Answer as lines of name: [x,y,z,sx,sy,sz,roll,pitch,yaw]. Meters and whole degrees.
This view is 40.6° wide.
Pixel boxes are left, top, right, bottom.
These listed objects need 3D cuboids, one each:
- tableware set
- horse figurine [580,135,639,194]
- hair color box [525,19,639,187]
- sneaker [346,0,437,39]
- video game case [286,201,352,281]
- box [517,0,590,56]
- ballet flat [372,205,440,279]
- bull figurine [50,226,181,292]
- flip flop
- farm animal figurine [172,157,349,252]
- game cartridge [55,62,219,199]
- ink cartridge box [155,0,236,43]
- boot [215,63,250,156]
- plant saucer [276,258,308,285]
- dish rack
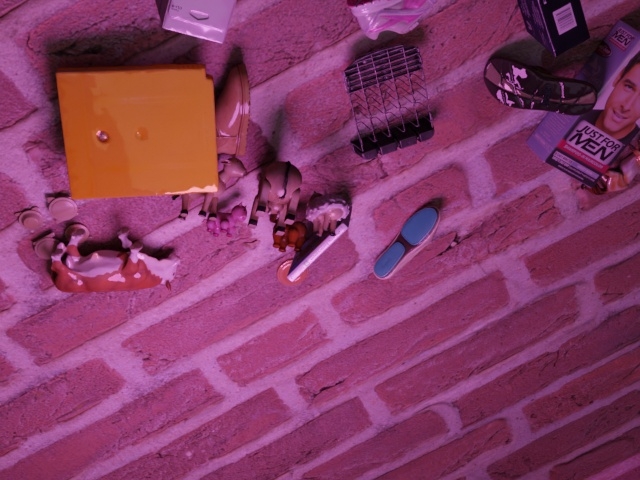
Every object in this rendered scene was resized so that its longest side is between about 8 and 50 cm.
tableware set: [-0.620,-0.030,2.024,0.141,0.020,0.169,-19,129,-3]
horse figurine: [0.811,-0.202,2.316,0.263,0.066,0.174,-37,120,7]
hair color box: [0.712,-0.335,2.162,0.185,0.113,0.374,22,114,-28]
sneaker: [0.187,-0.517,1.892,0.252,0.103,0.111,-16,131,2]
video game case: [0.000,0.000,2.124,0.023,0.212,0.193,44,105,-8]
box: [0.513,-0.524,1.940,0.093,0.158,0.156,-28,128,4]
ballet flat: [0.237,0.009,2.287,0.086,0.086,0.248,32,111,-32]
bull figurine: [-0.489,0.058,2.060,0.310,0.101,0.188,-8,138,-9]
flip flop: [0.525,-0.373,2.078,0.277,0.080,0.112,12,124,2]
farm animal figurine: [-0.139,-0.108,2.011,0.330,0.172,0.326,20,160,-28]
game cartridge: [-0.385,-0.232,1.854,0.323,0.053,0.285,-3,114,-8]
ink cartridge box: [-0.247,-0.492,1.719,0.128,0.176,0.127,9,121,-23]
boot: [-0.294,-0.276,1.912,0.269,0.089,0.236,-2,124,-14]
plant saucer: [-0.073,0.085,2.275,0.083,0.013,0.083,-9,126,-12]
dish rack: [0.156,-0.327,2.026,0.208,0.074,0.271,-20,125,-5]
